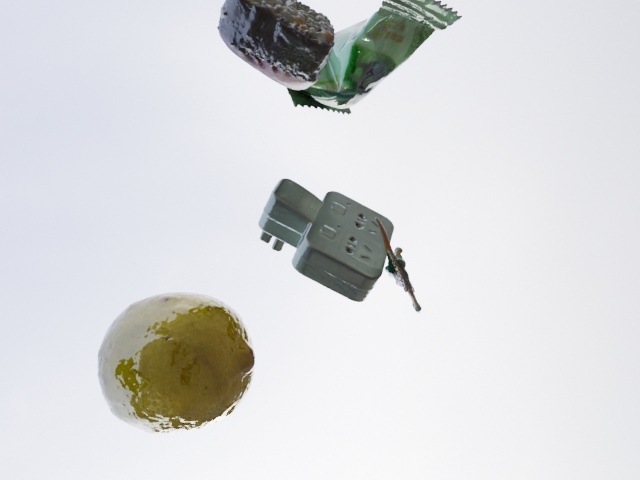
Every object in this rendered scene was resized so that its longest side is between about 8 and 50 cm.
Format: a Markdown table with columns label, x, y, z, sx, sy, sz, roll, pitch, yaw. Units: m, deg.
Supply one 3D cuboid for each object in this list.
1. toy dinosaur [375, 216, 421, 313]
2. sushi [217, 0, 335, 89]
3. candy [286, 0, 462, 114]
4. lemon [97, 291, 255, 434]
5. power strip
| label | x | y | z | sx | sy | sz | roll | pitch | yaw |
| --- | --- | --- | --- | --- | --- | --- | --- | --- | --- |
| toy dinosaur | 0.145 | 0.054 | 1.037 | 0.044 | 0.106 | 0.188 | -17 | -52 | 4 |
| sushi | -0.081 | -0.397 | 1.061 | 0.225 | 0.126 | 0.136 | 36 | -136 | -8 |
| candy | 0.120 | -0.447 | 1.315 | 0.262 | 0.397 | 0.172 | -18 | -94 | -48 |
| lemon | -0.253 | 0.215 | 0.986 | 0.260 | 0.283 | 0.261 | -31 | -52 | -50 |
| power strip | 0.000 | 0.000 | 1.129 | 0.260 | 0.141 | 0.230 | 28 | -146 | -2 |
